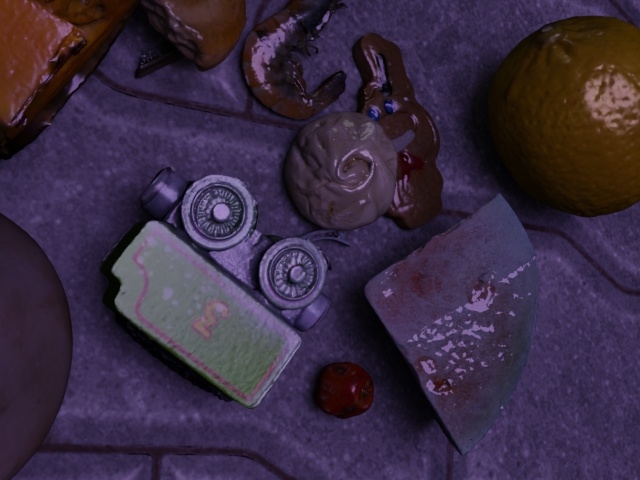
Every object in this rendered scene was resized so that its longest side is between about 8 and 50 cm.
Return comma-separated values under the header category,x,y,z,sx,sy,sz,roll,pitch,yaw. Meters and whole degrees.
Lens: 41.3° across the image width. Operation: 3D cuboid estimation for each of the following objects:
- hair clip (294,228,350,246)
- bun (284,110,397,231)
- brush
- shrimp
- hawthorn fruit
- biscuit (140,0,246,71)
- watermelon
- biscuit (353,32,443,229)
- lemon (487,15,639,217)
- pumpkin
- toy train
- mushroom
category,x,y,z,sx,sy,sz,roll,pitch,yaw
hair clip,0.001,0.000,1.295,0.115,0.030,0.039,-13,91,-28
bun,0.032,-0.105,1.259,0.183,0.102,0.183,0,85,-2
brush,-0.190,-0.287,1.228,0.190,0.034,0.027,-32,83,-26
shrimp,0.001,-0.313,1.323,0.296,0.058,0.169,-48,113,-20
hawthorn fruit,0.039,0.223,1.256,0.093,0.093,0.093,3,83,-27
biscuit,-0.211,-0.373,1.153,0.274,0.091,0.213,35,44,-18
watermelon,0.177,0.111,1.284,0.258,0.228,0.387,12,87,-17
biscuit,0.112,-0.176,1.369,0.183,0.047,0.319,-1,83,-30
lemon,0.438,-0.204,1.401,0.336,0.336,0.336,3,83,-27
pumpkin,-0.375,-0.245,0.996,0.225,0.256,0.303,43,26,-10
toy train,-0.144,0.058,1.142,0.307,0.173,0.249,41,76,-18
mushroom,-0.455,0.122,0.927,0.362,0.295,0.362,-7,98,-59
